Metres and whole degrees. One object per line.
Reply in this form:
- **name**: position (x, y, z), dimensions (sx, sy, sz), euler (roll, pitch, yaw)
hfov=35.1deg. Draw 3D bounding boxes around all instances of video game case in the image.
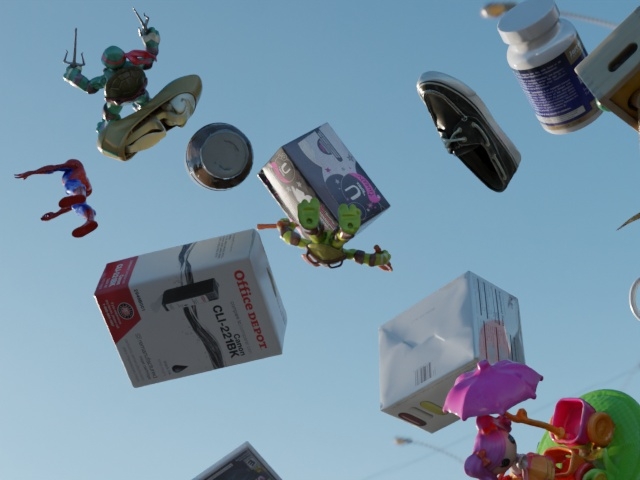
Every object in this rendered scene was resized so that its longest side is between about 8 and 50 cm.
- **video game case**: position (-0.151, 0.468, 1.789), dimensions (0.190, 0.022, 0.173), euler (-36, -72, 8)

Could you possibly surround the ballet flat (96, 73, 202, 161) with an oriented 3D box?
- **ballet flat**: position (-0.270, -0.201, 1.715), dimensions (0.232, 0.073, 0.080), euler (-40, -36, -27)

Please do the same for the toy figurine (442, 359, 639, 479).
- **toy figurine**: position (0.168, 0.173, 0.845), dimensions (0.159, 0.173, 0.130), euler (31, -22, -24)

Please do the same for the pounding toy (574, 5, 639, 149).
- **pounding toy**: position (0.402, -0.186, 1.261), dimensions (0.130, 0.100, 0.141), euler (25, -60, -37)

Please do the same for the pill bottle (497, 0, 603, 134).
- **pill bottle**: position (0.479, -0.364, 2.098), dimensions (0.153, 0.153, 0.265), euler (-31, -61, 11)

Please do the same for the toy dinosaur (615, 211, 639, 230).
- **toy dinosaur**: position (0.738, -0.067, 2.225), dimensions (0.183, 0.053, 0.092), euler (-28, -38, 22)

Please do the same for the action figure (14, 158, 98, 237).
- **action figure**: position (-0.484, -0.077, 1.851), dimensions (0.139, 0.280, 0.092), euler (-19, -67, -5)

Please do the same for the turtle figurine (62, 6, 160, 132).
- **turtle figurine**: position (-0.344, -0.277, 1.714), dimensions (0.175, 0.118, 0.234), euler (-16, -32, -10)

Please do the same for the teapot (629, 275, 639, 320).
- **teapot**: position (0.807, 0.148, 2.072), dimensions (0.252, 0.256, 0.187), euler (22, -84, -18)

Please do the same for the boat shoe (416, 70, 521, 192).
- **boat shoe**: position (0.220, -0.162, 1.519), dimensions (0.219, 0.070, 0.077), euler (43, -33, -20)

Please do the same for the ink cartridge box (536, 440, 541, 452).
- **ink cartridge box**: position (0.371, 0.348, 1.397), dimensions (0.150, 0.109, 0.063), euler (21, -27, -9)

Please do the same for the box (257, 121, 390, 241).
- **box**: position (0.009, -0.116, 2.296), dimensions (0.163, 0.247, 0.142), euler (-33, -5, -38)

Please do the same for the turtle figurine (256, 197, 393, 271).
- **turtle figurine**: position (0.000, 0.000, 1.803), dimensions (0.269, 0.087, 0.217), euler (20, -20, 9)

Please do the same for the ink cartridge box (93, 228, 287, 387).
- **ink cartridge box**: position (-0.212, 0.114, 1.704), dimensions (0.272, 0.114, 0.197), euler (-14, -65, 7)

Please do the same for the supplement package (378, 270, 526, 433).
- **supplement package**: position (0.253, 0.224, 1.980), dimensions (0.145, 0.204, 0.262), euler (27, -45, -29)

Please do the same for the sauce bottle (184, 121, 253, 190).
- **sauce bottle**: position (-0.160, -0.133, 1.617), dimensions (0.111, 0.112, 0.344), euler (-19, 6, -9)
